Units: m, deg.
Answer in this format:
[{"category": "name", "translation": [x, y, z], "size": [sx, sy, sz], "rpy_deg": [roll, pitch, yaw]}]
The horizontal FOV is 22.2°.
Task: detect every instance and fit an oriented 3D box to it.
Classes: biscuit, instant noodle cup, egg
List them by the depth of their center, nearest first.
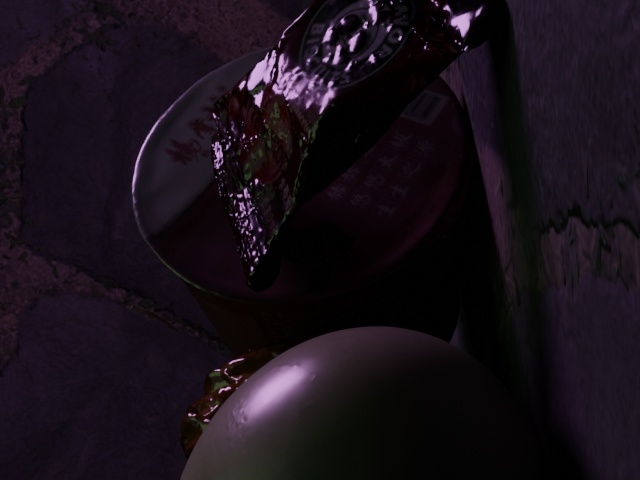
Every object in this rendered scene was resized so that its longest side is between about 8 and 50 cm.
[{"category": "egg", "translation": [0.024, 0.173, 0.896], "size": [0.219, 0.219, 0.269], "rpy_deg": [-102, 9, -65]}, {"category": "biscuit", "translation": [0.010, -0.095, 1.005], "size": [0.063, 0.235, 0.151], "rpy_deg": [30, -155, -39]}, {"category": "instant noodle cup", "translation": [0.000, 0.000, 1.154], "size": [0.178, 0.234, 0.235], "rpy_deg": [75, -174, -50]}]

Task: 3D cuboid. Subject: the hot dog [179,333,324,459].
[{"category": "hot dog", "translation": [0.019, 0.156, 1.106], "size": [0.259, 0.175, 0.114], "rpy_deg": [54, -156, -41]}]
